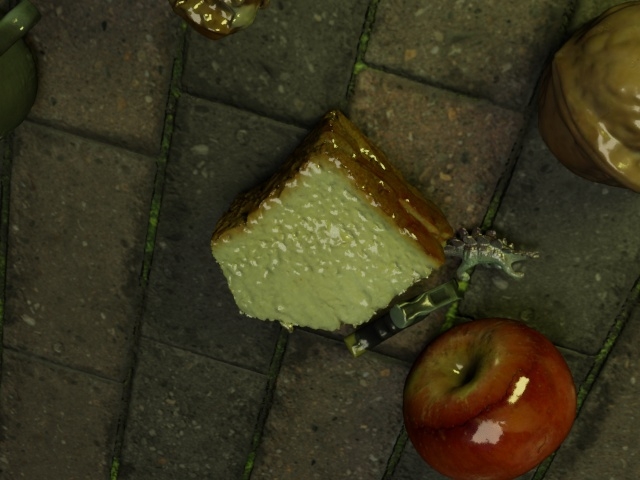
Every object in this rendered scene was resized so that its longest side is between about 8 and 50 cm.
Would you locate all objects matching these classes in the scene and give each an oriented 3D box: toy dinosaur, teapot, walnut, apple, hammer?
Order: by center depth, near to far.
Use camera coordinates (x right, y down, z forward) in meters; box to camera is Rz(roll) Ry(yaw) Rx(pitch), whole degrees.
[{"bbox_3d":[0.401,-0.172,1.276,0.273,0.273,0.227,17,95,1],"label":"walnut"},{"bbox_3d":[-0.510,-0.193,1.437,0.305,0.285,0.223,-3,124,16],"label":"teapot"},{"bbox_3d":[0.225,0.019,1.568,0.208,0.039,0.082,-5,124,18],"label":"toy dinosaur"},{"bbox_3d":[0.260,0.252,1.596,0.271,0.252,0.206,-33,118,16],"label":"apple"},{"bbox_3d":[0.124,0.123,1.622,0.226,0.158,0.041,-38,76,51],"label":"hammer"}]

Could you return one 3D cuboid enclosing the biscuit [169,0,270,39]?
[{"bbox_3d":[-0.213,-0.393,1.243,0.366,0.268,0.115,42,104,-15],"label":"biscuit"}]

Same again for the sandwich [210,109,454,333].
[{"bbox_3d":[0.000,0.000,1.553,0.262,0.131,0.325,41,121,-17],"label":"sandwich"}]
